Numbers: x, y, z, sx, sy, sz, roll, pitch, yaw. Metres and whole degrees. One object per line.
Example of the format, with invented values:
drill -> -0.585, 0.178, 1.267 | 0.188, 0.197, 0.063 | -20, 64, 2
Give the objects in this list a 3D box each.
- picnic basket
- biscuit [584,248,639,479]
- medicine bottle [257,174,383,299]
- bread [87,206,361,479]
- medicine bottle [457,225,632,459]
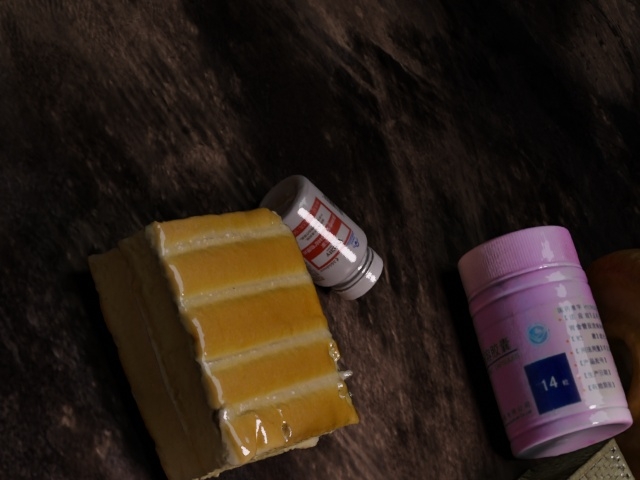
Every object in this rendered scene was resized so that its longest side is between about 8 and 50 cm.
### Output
picnic basket -> 0.285, 0.341, 1.808 | 0.196, 0.134, 0.154 | -24, 88, -58
biscuit -> 0.395, 0.157, 1.963 | 0.102, 0.296, 0.296 | -8, 71, -28
medicine bottle -> 0.000, 0.000, 1.712 | 0.140, 0.079, 0.079 | 43, 38, -27
bread -> -0.082, 0.098, 1.502 | 0.246, 0.111, 0.239 | -12, 79, -59
medicine bottle -> 0.270, 0.124, 1.925 | 0.152, 0.152, 0.254 | 8, 60, -51
